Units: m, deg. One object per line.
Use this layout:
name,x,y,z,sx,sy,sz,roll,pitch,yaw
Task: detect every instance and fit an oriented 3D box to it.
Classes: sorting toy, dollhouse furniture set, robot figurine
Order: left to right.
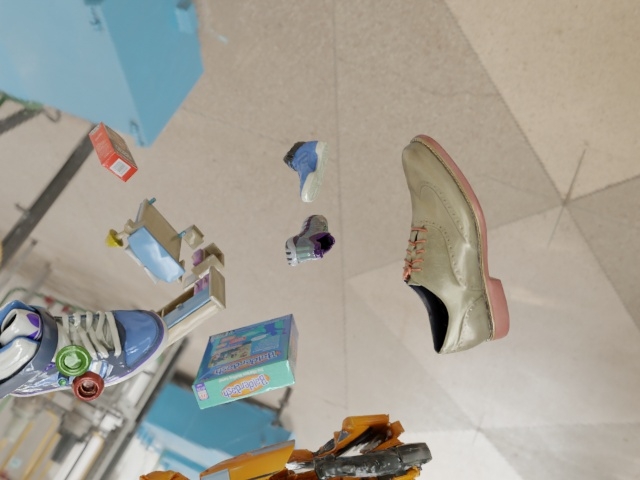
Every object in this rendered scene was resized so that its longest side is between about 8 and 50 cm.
sorting toy,-0.365,0.195,1.247,0.042,0.061,0.102,-122,13,-66
dollhouse furniture set,-0.387,0.049,1.896,0.198,0.286,0.303,-34,116,10
robot figurine,-0.034,0.245,0.817,0.291,0.085,0.211,-10,153,-24

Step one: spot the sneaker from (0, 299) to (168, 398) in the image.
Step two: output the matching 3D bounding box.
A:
sneaker,-0.433,0.169,1.408,0.323,0.130,0.236,-15,156,-6

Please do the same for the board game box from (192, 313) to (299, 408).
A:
board game box,-0.120,0.198,1.398,0.160,0.210,0.047,-15,104,5

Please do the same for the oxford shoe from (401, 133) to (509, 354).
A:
oxford shoe,0.182,0.011,1.282,0.348,0.130,0.123,70,164,-4

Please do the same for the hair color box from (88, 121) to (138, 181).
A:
hair color box,-0.442,-0.190,1.771,0.072,0.043,0.141,40,-171,-43

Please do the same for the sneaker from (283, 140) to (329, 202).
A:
sneaker,-0.039,-0.145,1.724,0.085,0.152,0.058,5,151,19

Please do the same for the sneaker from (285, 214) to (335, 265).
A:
sneaker,0.000,0.000,1.899,0.098,0.223,0.083,-4,112,21
